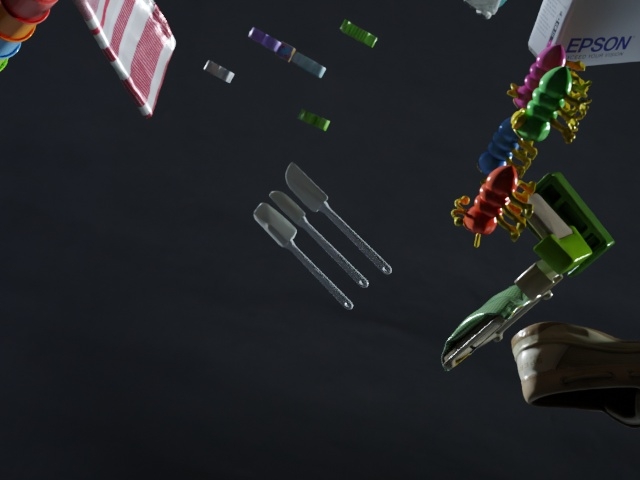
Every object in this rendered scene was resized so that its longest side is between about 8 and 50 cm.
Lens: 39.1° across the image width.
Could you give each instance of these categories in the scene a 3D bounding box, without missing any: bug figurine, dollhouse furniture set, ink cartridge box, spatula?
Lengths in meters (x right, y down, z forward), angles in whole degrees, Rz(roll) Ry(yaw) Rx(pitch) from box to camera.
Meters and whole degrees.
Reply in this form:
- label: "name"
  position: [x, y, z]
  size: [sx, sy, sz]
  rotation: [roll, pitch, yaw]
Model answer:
- label: "bug figurine"
  position: [0.232, -0.119, 1.049]
  size: [0.072, 0.216, 0.279]
  rotation: [28, 27, 1]
- label: "dollhouse furniture set"
  position: [0.296, 0.051, 1.477]
  size: [0.197, 0.301, 0.151]
  rotation: [-16, 63, -50]
- label: "ink cartridge box"
  position: [0.453, -0.373, 1.115]
  size: [0.324, 0.330, 0.071]
  rotation: [-9, 48, -20]
- label: "spatula"
  position: [0.000, 0.000, 1.520]
  size: [0.242, 0.168, 0.019]
  rotation: [45, 42, 3]

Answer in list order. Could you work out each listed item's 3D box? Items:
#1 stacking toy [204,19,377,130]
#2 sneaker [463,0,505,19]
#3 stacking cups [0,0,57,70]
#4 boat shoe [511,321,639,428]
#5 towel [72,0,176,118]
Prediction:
- label: "stacking toy"
  position: [-0.049, -0.287, 1.378]
  size: [0.221, 0.167, 0.052]
  rotation: [28, 7, 2]
- label: "sneaker"
  position: [0.311, -0.500, 1.670]
  size: [0.107, 0.110, 0.275]
  rotation: [35, 28, -25]
- label: "stacking cups"
  position: [-0.481, -0.321, 1.337]
  size: [0.096, 0.096, 0.316]
  rotation: [-2, -12, -38]
- label: "boat shoe"
  position: [0.413, 0.197, 1.199]
  size: [0.341, 0.122, 0.110]
  rotation: [10, 54, -13]
- label: "towel"
  position: [-0.389, -0.444, 1.835]
  size: [0.037, 0.329, 0.237]
  rotation: [-4, 52, 17]
